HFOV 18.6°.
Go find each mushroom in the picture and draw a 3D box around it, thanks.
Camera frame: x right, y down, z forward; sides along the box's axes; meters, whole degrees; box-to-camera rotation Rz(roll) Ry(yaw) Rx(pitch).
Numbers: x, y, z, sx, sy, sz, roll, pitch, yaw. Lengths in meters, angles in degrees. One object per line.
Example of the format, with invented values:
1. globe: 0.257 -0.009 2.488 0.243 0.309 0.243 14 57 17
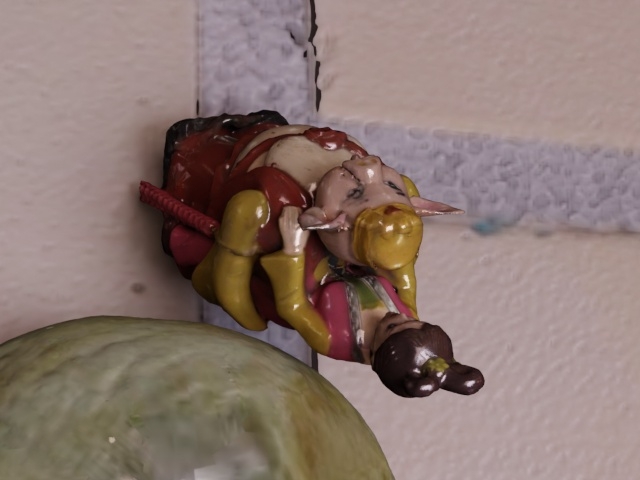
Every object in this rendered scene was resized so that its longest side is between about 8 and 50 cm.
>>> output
1. mushroom: -0.066 0.126 0.972 0.267 0.164 0.189 30 69 -12

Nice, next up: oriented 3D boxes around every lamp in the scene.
1. lamp: 0.000 0.000 0.983 0.118 0.253 0.118 -6 106 -23
